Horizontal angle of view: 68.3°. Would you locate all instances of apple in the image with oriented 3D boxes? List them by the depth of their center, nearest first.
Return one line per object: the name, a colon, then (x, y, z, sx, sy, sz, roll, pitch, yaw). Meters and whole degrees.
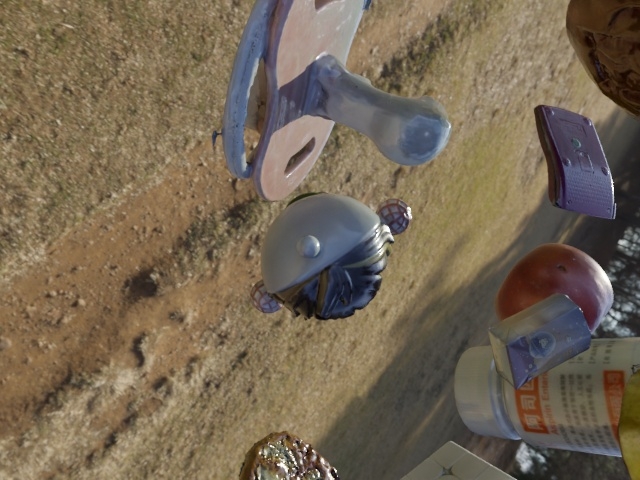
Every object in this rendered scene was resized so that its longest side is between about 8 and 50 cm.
apple: (0.542, 0.136, 1.104, 0.260, 0.216, 0.260, -35, 148, -26)

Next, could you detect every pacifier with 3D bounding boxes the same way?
pacifier: (0.008, -0.183, 0.570, 0.273, 0.220, 0.332, 2, 134, -15)

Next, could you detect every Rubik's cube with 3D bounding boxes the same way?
Rubik's cube: (0.408, 0.821, 1.349, 0.290, 0.291, 0.291, -28, 102, -22)

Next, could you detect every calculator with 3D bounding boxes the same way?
calculator: (0.403, -0.128, 0.745, 0.127, 0.190, 0.034, 6, 159, -21)

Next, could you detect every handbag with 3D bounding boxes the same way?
handbag: (0.375, 0.163, 0.804, 0.173, 0.095, 0.117, -24, 119, -7)

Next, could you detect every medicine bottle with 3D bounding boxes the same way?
medicine bottle: (0.476, 0.301, 0.933, 0.211, 0.371, 0.211, 13, 71, -39)

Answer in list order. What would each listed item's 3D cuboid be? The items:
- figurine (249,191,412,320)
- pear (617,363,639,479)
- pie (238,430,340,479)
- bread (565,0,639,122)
figurine: (0.000, 0.000, 0.730, 0.281, 0.167, 0.370, -33, -164, 6)
pear: (0.493, 0.238, 0.522, 0.267, 0.267, 0.178, -38, 178, -34)
pie: (-0.072, 0.571, 1.056, 0.085, 0.308, 0.308, -46, 160, 30)
bread: (0.424, -0.231, 0.542, 0.148, 0.270, 0.270, -45, 152, 4)
